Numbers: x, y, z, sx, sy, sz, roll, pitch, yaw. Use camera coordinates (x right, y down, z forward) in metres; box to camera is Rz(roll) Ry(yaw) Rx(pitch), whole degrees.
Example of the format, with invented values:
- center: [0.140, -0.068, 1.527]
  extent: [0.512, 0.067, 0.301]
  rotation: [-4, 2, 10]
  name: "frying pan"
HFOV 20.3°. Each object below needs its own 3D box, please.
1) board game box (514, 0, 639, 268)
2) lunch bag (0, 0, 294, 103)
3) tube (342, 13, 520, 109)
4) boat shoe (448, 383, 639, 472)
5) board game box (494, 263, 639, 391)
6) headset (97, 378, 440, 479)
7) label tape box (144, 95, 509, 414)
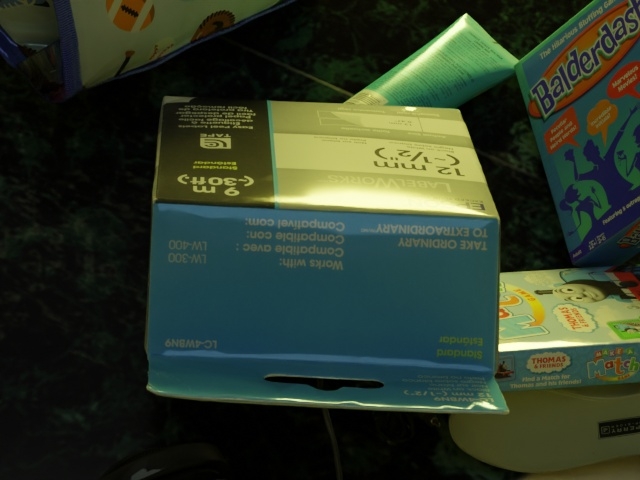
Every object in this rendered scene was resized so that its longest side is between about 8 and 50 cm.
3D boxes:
- center: [0.252, -0.102, 1.483]
  extent: [0.047, 0.160, 0.210]
  rotation: [16, 49, -37]
  name: "board game box"
- center: [-0.172, -0.344, 1.507]
  extent: [0.328, 0.239, 0.385]
  rotation: [-28, 99, -31]
  name: "lunch bag"
- center: [0.085, -0.130, 1.550]
  extent: [0.207, 0.052, 0.080]
  rotation: [-34, 72, -30]
  name: "tube"
- center: [0.206, 0.129, 1.388]
  extent: [0.219, 0.077, 0.070]
  rotation: [-2, 24, -3]
  name: "boat shoe"
- center: [0.196, 0.066, 1.390]
  extent: [0.211, 0.039, 0.160]
  rotation: [-4, 20, -8]
  name: "board game box"
- center: [-0.059, 0.242, 1.271]
  extent: [0.243, 0.185, 0.394]
  rotation: [33, 76, 17]
  name: "headset"
- center: [0.000, 0.000, 1.320]
  extent: [0.249, 0.115, 0.347]
  rotation: [3, 21, -4]
  name: "label tape box"
